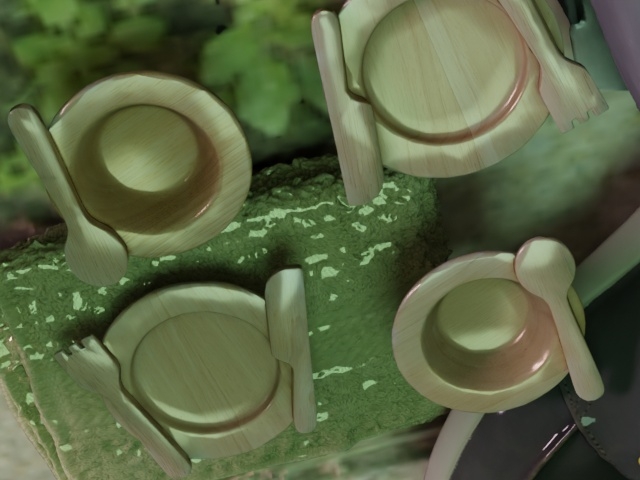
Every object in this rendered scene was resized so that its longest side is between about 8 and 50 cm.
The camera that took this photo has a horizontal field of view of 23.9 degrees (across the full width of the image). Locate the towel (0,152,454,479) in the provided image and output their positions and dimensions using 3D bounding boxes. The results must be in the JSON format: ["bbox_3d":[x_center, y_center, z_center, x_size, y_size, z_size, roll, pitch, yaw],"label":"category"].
[{"bbox_3d":[-0.028,0.028,0.467,0.148,0.027,0.110,-16,127,2],"label":"towel"}]

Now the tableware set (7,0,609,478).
[{"bbox_3d":[0.000,0.000,0.417,0.168,0.020,0.141,-15,121,6],"label":"tableware set"}]

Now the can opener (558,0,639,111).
[{"bbox_3d":[0.081,-0.130,0.327,0.076,0.095,0.283,-18,134,1],"label":"can opener"}]

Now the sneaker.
[{"bbox_3d":[0.121,0.059,0.450,0.083,0.118,0.222,7,128,-44],"label":"sneaker"}]
